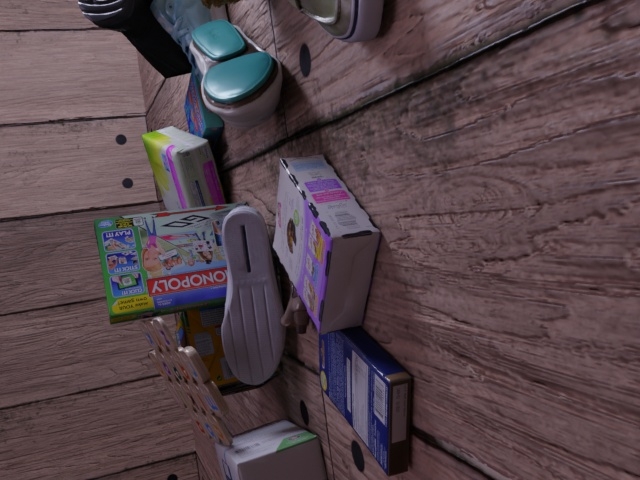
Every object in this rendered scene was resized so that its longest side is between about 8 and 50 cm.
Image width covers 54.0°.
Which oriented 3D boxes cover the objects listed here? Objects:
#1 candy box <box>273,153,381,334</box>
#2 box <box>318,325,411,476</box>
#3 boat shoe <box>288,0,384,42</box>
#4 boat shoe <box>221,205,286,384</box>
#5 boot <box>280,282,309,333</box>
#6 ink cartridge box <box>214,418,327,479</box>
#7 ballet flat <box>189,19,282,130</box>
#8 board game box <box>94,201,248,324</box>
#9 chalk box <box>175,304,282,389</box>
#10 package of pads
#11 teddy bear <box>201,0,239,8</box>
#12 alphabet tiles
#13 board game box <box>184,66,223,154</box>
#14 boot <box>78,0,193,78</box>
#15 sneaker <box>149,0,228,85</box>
[{"bbox_3d":[0.000,0.000,0.870,0.196,0.070,0.164,-122,30,-45],"label":"candy box"},{"bbox_3d":[0.053,0.193,0.854,0.225,0.037,0.136,-144,49,-61],"label":"box"},{"bbox_3d":[-0.020,-0.320,0.753,0.302,0.094,0.109,-120,29,-45],"label":"boat shoe"},{"bbox_3d":[-0.118,0.100,1.201,0.119,0.121,0.334,-27,-63,-80],"label":"boat shoe"},{"bbox_3d":[-0.042,0.109,1.083,0.118,0.042,0.086,-167,76,-67],"label":"boot"},{"bbox_3d":[-0.099,0.414,1.185,0.212,0.155,0.093,166,91,-69],"label":"ink cartridge box"},{"bbox_3d":[-0.138,-0.269,1.084,0.400,0.139,0.139,-119,28,-52],"label":"ballet flat"},{"bbox_3d":[-0.279,0.038,1.280,0.046,0.318,0.213,118,139,-57],"label":"board game box"},{"bbox_3d":[-0.218,0.251,1.405,0.289,0.180,0.179,132,127,-63],"label":"chalk box"},{"bbox_3d":[-0.335,-0.152,1.578,0.297,0.101,0.229,30,138,55],"label":"package of pads"},{"bbox_3d":[-0.150,-0.524,0.922,0.245,0.113,0.337,-65,-32,-71],"label":"teddy bear"},{"bbox_3d":[-0.263,0.271,1.225,0.284,0.021,0.277,-19,100,59],"label":"alphabet tiles"},{"bbox_3d":[-0.293,-0.310,1.562,0.210,0.047,0.160,138,120,-66],"label":"board game box"},{"bbox_3d":[-0.393,-0.598,1.422,0.445,0.146,0.366,-5,-82,-81],"label":"boot"},{"bbox_3d":[-0.272,-0.440,1.301,0.135,0.150,0.365,152,109,-70],"label":"sneaker"}]
